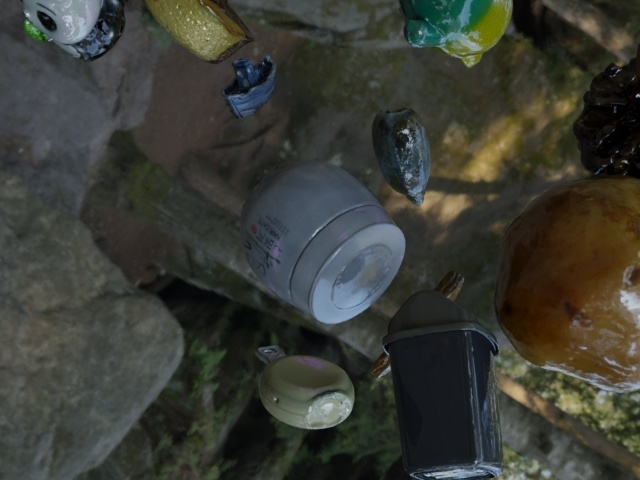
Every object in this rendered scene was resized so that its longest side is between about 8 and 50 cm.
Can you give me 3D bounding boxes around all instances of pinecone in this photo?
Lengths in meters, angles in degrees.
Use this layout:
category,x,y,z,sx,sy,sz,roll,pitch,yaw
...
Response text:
category,x,y,z,sx,sy,sz,roll,pitch,yaw
pinecone,0.745,-0.249,1.668,0.397,0.398,0.398,-57,180,1

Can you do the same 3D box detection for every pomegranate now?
category,x,y,z,sx,sy,sz,roll,pitch,yaw
pomegranate,0.487,0.078,1.378,0.410,0.410,0.410,-57,180,1

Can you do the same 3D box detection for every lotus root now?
category,x,y,z,sx,sy,sz,roll,pitch,yaw
lotus root,0.242,-0.230,2.249,0.140,0.158,0.322,-64,142,-55

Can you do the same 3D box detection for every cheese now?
category,x,y,z,sx,sy,sz,roll,pitch,yaw
cheese,-0.040,0.209,1.185,0.227,0.137,0.064,33,-59,57

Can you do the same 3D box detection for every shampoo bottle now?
category,x,y,z,sx,sy,sz,roll,pitch,yaw
shampoo bottle,0.000,0.000,1.494,0.273,0.266,0.272,-27,140,-25

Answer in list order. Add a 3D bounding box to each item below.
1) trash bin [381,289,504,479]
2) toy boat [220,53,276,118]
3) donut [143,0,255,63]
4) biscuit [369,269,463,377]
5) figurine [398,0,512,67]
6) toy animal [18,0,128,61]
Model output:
category,x,y,z,sx,sy,sz,roll,pitch,yaw
trash bin,0.208,0.243,1.291,0.209,0.183,0.290,44,39,-58
toy boat,-0.201,-0.458,2.216,0.309,0.129,0.142,-61,148,-51
donut,-0.191,-0.349,1.252,0.085,0.141,0.217,-42,162,13
biscuit,0.217,0.195,1.731,0.262,0.052,0.277,-46,168,-16
figurine,0.266,-0.513,1.576,0.232,0.340,0.323,14,-102,45
toy animal,-0.559,-0.518,1.715,0.212,0.213,0.267,-57,165,5
